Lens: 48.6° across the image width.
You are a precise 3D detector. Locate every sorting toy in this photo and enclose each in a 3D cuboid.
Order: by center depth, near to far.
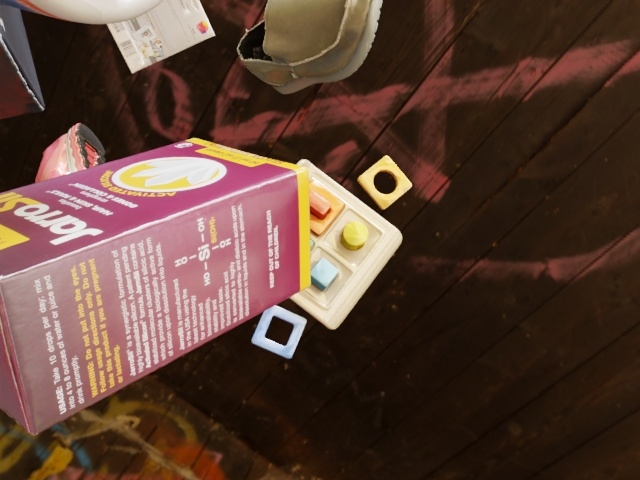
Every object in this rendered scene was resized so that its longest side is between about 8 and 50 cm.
[{"bbox_3d":[0.000,0.000,1.023,0.196,0.348,0.047,38,-15,-1],"label":"sorting toy"}]

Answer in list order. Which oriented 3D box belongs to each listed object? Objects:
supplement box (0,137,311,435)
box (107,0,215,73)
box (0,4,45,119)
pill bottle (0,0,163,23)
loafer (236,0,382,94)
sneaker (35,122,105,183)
[{"bbox_3d":[-0.104,0.009,0.386,0.104,0.188,0.081,18,-60,37],"label":"supplement box"},{"bbox_3d":[-0.327,-0.441,1.421,0.186,0.038,0.145,-27,-66,-4],"label":"box"},{"bbox_3d":[-0.727,-0.406,1.047,0.471,0.297,0.480,-15,-98,-10],"label":"box"},{"bbox_3d":[-0.169,-0.177,0.322,0.221,0.124,0.124,20,-54,29],"label":"pill bottle"},{"bbox_3d":[-0.021,-0.220,0.768,0.087,0.094,0.251,16,-13,-27],"label":"loafer"},{"bbox_3d":[-0.527,-0.096,1.477,0.136,0.314,0.116,-22,-38,15],"label":"sneaker"}]
